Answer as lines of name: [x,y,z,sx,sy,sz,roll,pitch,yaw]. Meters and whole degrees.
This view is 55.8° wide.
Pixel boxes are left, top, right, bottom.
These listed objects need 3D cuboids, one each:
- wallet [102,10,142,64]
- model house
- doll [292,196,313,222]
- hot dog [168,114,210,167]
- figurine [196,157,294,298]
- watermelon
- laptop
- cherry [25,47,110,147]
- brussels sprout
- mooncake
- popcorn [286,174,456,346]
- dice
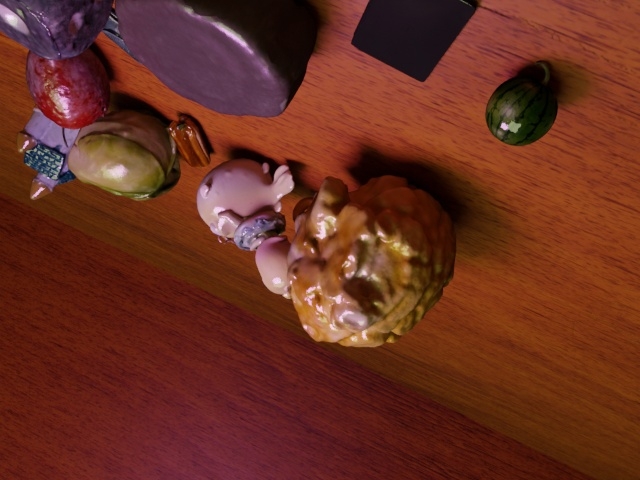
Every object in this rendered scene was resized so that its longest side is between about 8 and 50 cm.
wallet: [-0.397,-0.413,1.239,0.129,0.026,0.088,36,157,-23]
model house: [-0.772,-0.256,1.725,0.184,0.291,0.253,26,160,-12]
doll: [0.006,0.011,1.582,0.166,0.162,0.270,-13,157,-14]
hot dog: [-0.323,-0.246,1.509,0.072,0.055,0.188,2,152,8]
figurine: [-0.130,-0.038,1.437,0.226,0.394,0.274,-2,145,-48]
watermelon: [0.286,-0.184,0.847,0.109,0.109,0.109,24,160,9]
laptop: [0.127,-0.308,0.864,0.135,0.016,0.197,28,161,-5]
cherry: [-0.574,-0.366,1.362,0.175,0.192,0.250,-10,148,-7]
brussels sprout: [-0.490,-0.222,1.559,0.294,0.227,0.259,10,162,-29]
mooncake: [-0.160,-0.329,0.966,0.306,0.154,0.306,25,159,10]
popcorn: [0.112,0.051,1.273,0.353,0.344,0.390,-8,152,16]
dice: [-0.482,-0.443,1.050,0.182,0.183,0.181,28,162,1]
